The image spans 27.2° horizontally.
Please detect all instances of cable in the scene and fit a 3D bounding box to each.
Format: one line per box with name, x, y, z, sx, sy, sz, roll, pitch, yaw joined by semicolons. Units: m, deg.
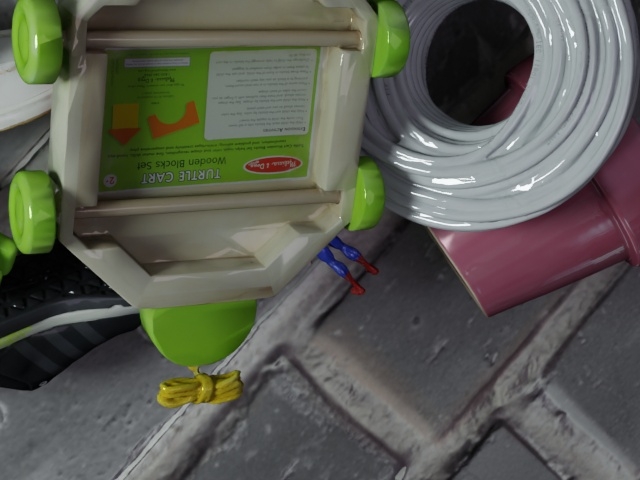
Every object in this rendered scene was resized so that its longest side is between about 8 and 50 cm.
cable;0.114;-0.134;1.005;0.257;0.089;0.257;-25;83;19

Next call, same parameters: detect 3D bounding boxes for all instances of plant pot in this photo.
plant pot;0.180;-0.037;1.121;0.180;0.201;0.201;-34;122;4

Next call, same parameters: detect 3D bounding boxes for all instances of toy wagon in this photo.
toy wagon;-0.082;-0.047;0.922;0.267;0.068;0.344;-4;116;-26

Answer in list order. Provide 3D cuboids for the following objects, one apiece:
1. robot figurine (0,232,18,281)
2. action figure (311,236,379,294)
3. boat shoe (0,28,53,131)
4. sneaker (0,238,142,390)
robot figurine;-0.272;-0.002;0.927;0.115;0.067;0.101;26;57;-7
action figure;0.000;0.000;1.117;0.115;0.030;0.038;44;78;-28
boat shoe;-0.277;-0.115;0.878;0.277;0.098;0.096;-19;117;-21
sneaker;-0.208;0.061;1.008;0.234;0.084;0.097;-13;137;-24
